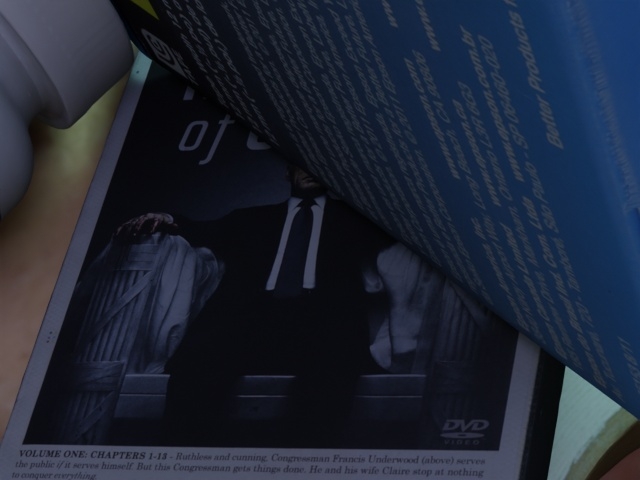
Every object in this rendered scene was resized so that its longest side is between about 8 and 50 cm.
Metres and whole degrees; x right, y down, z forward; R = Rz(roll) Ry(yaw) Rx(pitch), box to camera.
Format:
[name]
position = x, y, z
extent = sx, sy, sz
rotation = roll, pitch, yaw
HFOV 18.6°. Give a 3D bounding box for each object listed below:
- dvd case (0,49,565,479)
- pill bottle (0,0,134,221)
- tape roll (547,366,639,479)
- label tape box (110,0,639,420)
[dvd case]
position = 0.000, 0.000, 0.657
extent = 0.179, 0.029, 0.238
rotation = -2, 53, 22
[pill bottle]
position = -0.179, -0.027, 0.680
extent = 0.121, 0.121, 0.221
rotation = 42, 75, 14
[tape roll]
position = 0.166, 0.140, 0.646
extent = 0.392, 0.072, 0.392
rotation = 0, 70, 0
[label tape box]
position = 0.003, -0.122, 0.565
extent = 0.115, 0.249, 0.348
rotation = -40, 48, -12
